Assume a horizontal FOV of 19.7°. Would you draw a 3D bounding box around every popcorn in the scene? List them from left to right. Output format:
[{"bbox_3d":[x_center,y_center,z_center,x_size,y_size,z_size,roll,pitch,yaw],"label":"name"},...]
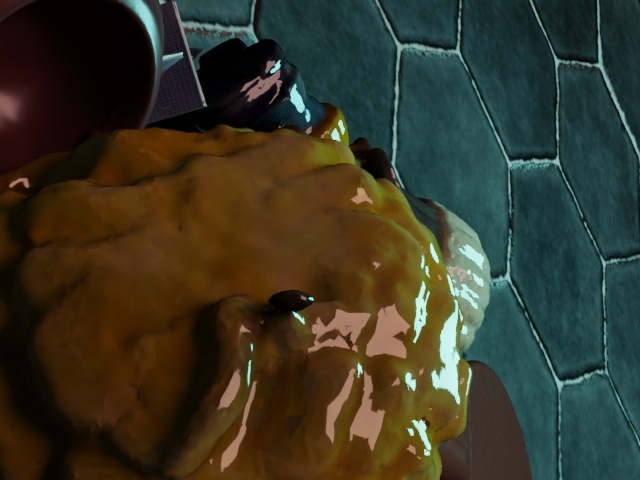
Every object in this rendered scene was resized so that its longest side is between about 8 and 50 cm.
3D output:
[{"bbox_3d":[-0.083,0.104,1.191,0.381,0.349,0.349,101,1,-50],"label":"popcorn"}]

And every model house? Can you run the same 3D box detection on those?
[{"bbox_3d":[-0.148,-0.135,1.383,0.167,0.088,0.117,-18,94,-61],"label":"model house"}]

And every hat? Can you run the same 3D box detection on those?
[{"bbox_3d":[-0.196,-0.115,1.239,0.089,0.205,0.205,42,4,41],"label":"hat"}]

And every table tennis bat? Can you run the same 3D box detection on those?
[{"bbox_3d":[0.139,0.229,1.688,0.415,0.051,0.268,44,42,-61],"label":"table tennis bat"}]

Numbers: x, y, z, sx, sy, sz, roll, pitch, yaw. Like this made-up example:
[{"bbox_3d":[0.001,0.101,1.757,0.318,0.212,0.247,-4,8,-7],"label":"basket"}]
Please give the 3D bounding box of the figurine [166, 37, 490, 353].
[{"bbox_3d":[0.019,-0.023,1.530,0.204,0.185,0.332,-29,110,-24],"label":"figurine"}]
